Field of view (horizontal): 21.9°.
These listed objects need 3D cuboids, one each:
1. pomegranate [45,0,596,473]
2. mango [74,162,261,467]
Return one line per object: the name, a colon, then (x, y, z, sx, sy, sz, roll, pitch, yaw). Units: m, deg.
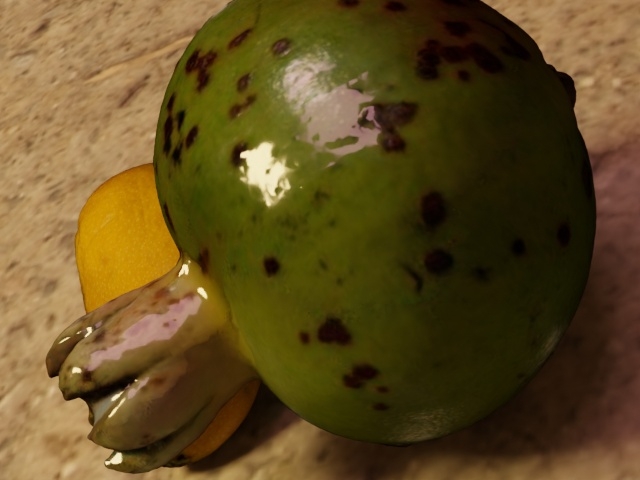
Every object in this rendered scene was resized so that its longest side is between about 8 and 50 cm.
pomegranate: (0.000, 0.000, 0.681, 0.248, 0.202, 0.202, -32, 33, -5)
mango: (-0.071, 0.025, 0.802, 0.098, 0.075, 0.190, -43, 37, 15)
